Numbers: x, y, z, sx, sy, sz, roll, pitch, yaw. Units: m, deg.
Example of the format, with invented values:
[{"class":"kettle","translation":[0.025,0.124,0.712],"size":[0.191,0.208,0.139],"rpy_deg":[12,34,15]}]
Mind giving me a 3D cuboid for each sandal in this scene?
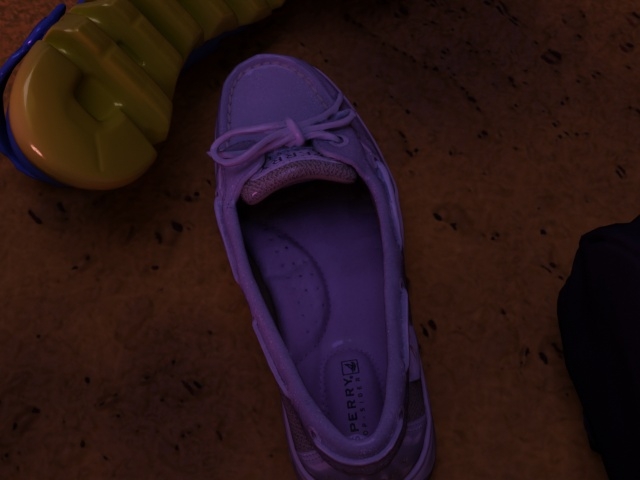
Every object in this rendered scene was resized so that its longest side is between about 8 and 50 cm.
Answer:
[{"class":"sandal","translation":[-0.129,-0.150,0.775],"size":[0.126,0.138,0.317],"rpy_deg":[49,53,-18]}]

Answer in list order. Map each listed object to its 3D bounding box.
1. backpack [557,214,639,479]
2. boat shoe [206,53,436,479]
[{"class":"backpack","translation":[0.339,0.063,0.545],"size":[0.355,0.273,0.290],"rpy_deg":[-4,52,-10]},{"class":"boat shoe","translation":[-0.002,0.002,0.678],"size":[0.118,0.103,0.320],"rpy_deg":[-10,59,-1]}]
